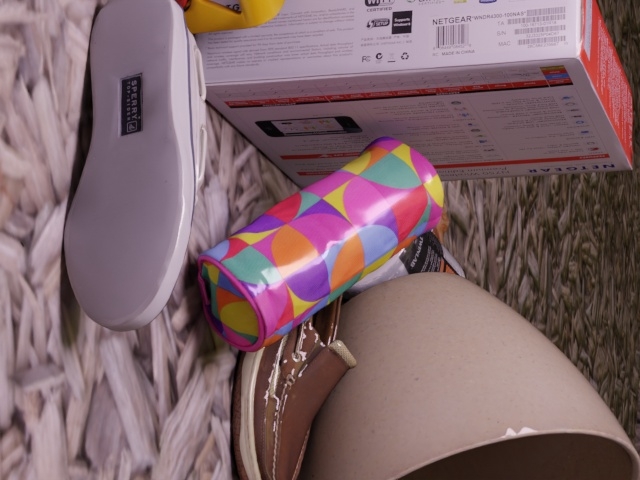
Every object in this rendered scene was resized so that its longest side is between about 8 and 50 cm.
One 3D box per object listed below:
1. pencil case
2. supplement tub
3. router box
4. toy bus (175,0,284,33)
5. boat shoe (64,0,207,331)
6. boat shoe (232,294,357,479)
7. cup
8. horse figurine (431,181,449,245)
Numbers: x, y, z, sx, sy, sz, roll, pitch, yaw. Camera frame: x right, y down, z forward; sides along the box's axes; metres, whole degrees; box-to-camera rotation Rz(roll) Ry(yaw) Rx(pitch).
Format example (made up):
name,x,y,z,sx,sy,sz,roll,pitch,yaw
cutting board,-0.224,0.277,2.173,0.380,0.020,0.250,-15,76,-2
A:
name,x,y,z,sx,sy,sz,roll,pitch,yaw
pencil case,0.000,0.000,1.500,0.236,0.104,0.104,-34,126,-31
supplement tub,0.080,0.038,1.807,0.190,0.117,0.117,47,43,-51
router box,0.092,-0.135,1.566,0.301,0.335,0.082,42,48,-67
toy bus,-0.087,-0.268,1.405,0.202,0.104,0.191,20,68,-71
boat shoe,-0.126,-0.054,1.285,0.088,0.096,0.267,43,38,-58
boat shoe,-0.017,0.109,1.575,0.095,0.095,0.257,49,42,-62
cup,0.112,0.172,1.689,0.331,0.331,0.237,58,12,-56
horse figurine,0.120,-0.080,2.041,0.174,0.066,0.263,-84,166,-64
